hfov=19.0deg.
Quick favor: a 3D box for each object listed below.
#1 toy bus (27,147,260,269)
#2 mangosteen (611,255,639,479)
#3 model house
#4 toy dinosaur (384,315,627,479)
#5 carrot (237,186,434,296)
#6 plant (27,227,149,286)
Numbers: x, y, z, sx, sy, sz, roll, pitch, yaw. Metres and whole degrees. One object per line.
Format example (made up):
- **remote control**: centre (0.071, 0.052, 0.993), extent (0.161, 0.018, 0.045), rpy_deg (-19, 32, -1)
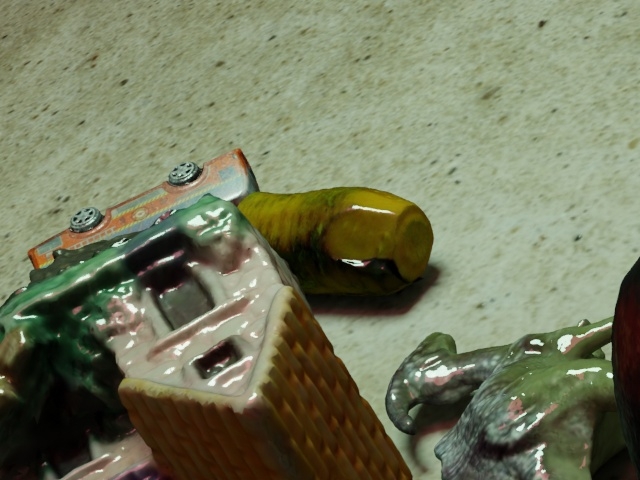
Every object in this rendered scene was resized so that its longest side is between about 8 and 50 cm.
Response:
- **toy bus**: centre (-0.134, -0.001, 1.520), extent (0.192, 0.065, 0.077), rpy_deg (-25, 38, -2)
- **mangosteen**: centre (0.272, 0.036, 0.870), extent (0.311, 0.311, 0.311), rpy_deg (-19, 28, 10)
- **model house**: centre (-0.077, 0.132, 1.079), extent (0.237, 0.202, 0.237), rpy_deg (-28, 26, -7)
- **toy dinosaur**: centre (0.138, 0.099, 1.116), extent (0.162, 0.077, 0.294), rpy_deg (-31, 13, -5)
- **carrot**: centre (0.000, 0.000, 1.389), extent (0.173, 0.082, 0.082), rpy_deg (3, 37, 37)
- **plant**: centre (-0.199, 0.097, 1.309), extent (0.274, 0.149, 0.146), rpy_deg (-24, 11, -6)
